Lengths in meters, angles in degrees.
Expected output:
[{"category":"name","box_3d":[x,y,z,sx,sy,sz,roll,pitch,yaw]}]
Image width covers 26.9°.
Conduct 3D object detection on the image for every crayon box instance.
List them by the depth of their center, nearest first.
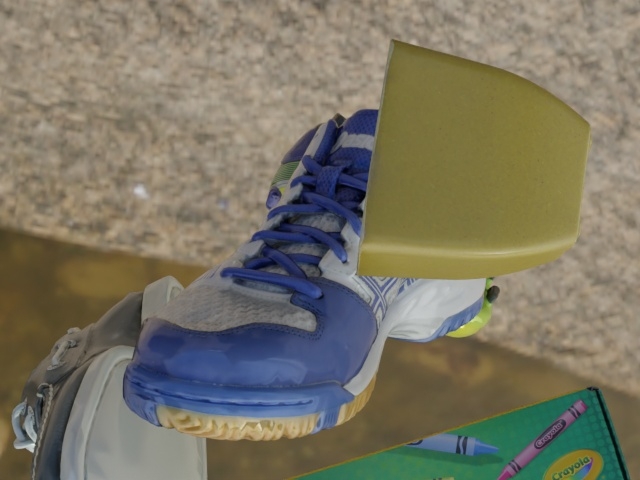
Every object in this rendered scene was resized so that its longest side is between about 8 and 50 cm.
[{"category":"crayon box","box_3d":[0.087,0.194,1.002,0.278,0.081,0.165,-18,165,7]}]

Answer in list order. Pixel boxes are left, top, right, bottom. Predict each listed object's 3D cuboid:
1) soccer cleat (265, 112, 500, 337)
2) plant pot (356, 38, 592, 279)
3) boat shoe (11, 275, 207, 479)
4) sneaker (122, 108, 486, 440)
[{"category":"soccer cleat","box_3d":[0.040,0.007,1.033,0.093,0.289,0.121,35,101,-36]},{"category":"plant pot","box_3d":[0.061,-0.024,0.530,0.083,0.082,0.081,9,171,2]},{"category":"boat shoe","box_3d":[-0.134,0.115,0.834,0.099,0.319,0.116,-23,105,9]},{"category":"sneaker","box_3d":[0.000,0.000,0.668,0.111,0.296,0.131,14,110,23]}]
